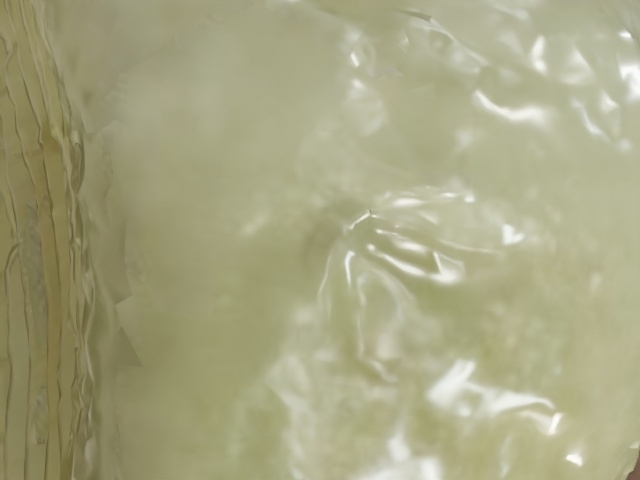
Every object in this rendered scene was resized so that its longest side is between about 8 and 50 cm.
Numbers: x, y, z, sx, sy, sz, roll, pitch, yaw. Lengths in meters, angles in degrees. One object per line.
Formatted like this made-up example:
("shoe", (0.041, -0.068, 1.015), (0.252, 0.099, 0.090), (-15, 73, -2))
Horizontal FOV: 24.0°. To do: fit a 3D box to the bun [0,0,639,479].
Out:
("bun", (0.000, 0.000, 0.508), (0.352, 0.227, 0.349), (125, -37, -63))
